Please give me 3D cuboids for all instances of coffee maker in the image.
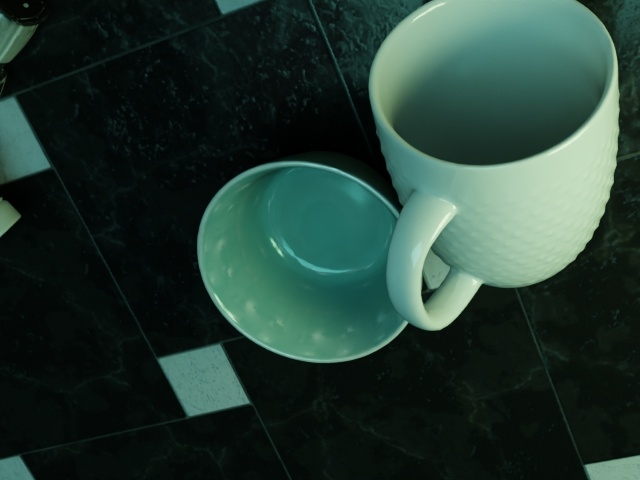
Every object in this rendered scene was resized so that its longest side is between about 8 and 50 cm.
[{"bbox_3d":[-0.492,-0.299,1.519,0.171,0.120,0.178,51,120,16],"label":"coffee maker"}]

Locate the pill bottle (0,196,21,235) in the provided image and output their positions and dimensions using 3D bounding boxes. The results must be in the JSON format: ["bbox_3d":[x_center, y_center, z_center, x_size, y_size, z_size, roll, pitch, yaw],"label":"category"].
[{"bbox_3d":[-0.616,-0.104,1.600,0.188,0.188,0.334,-38,103,28],"label":"pill bottle"}]

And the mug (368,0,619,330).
[{"bbox_3d":[0.195,-0.061,1.299,0.276,0.374,0.328,24,155,28],"label":"mug"}]

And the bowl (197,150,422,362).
[{"bbox_3d":[0.000,0.000,1.510,0.311,0.163,0.312,6,119,12],"label":"bowl"}]
